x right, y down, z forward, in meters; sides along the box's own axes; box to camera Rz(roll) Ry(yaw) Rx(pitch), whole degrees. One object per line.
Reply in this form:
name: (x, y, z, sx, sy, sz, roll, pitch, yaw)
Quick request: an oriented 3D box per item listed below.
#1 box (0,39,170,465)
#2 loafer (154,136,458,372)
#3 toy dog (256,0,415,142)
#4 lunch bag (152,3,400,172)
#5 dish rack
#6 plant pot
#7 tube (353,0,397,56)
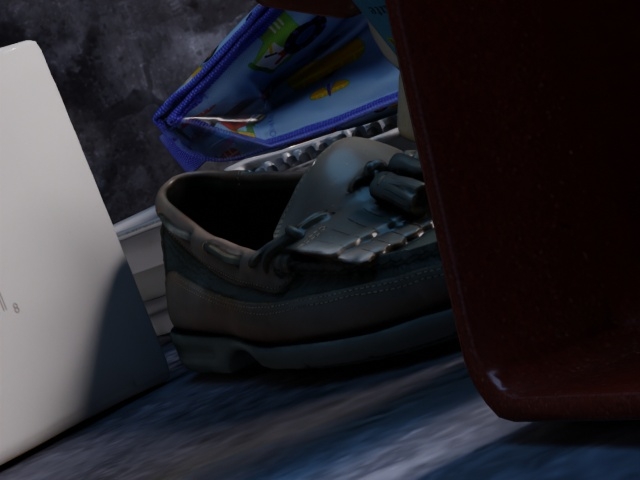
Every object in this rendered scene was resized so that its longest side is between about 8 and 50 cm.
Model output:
box: (-0.278, 0.055, 0.870, 0.345, 0.168, 0.215, -17, 7, 43)
loafer: (0.000, 0.000, 0.722, 0.096, 0.084, 0.267, -25, 5, -29)
toy dog: (0.094, -0.099, 0.718, 0.161, 0.220, 0.333, -9, -5, -28)
lunch bag: (0.043, -0.121, 1.007, 0.293, 0.138, 0.221, -33, 5, 11)
dish rack: (0.026, -0.035, 1.094, 0.285, 0.072, 0.333, -18, 6, 32)
plant pot: (0.168, -0.119, 0.397, 0.235, 0.267, 0.267, -13, 0, -24)
tube: (0.054, -0.059, 0.543, 0.080, 0.207, 0.052, -14, 39, 44)
